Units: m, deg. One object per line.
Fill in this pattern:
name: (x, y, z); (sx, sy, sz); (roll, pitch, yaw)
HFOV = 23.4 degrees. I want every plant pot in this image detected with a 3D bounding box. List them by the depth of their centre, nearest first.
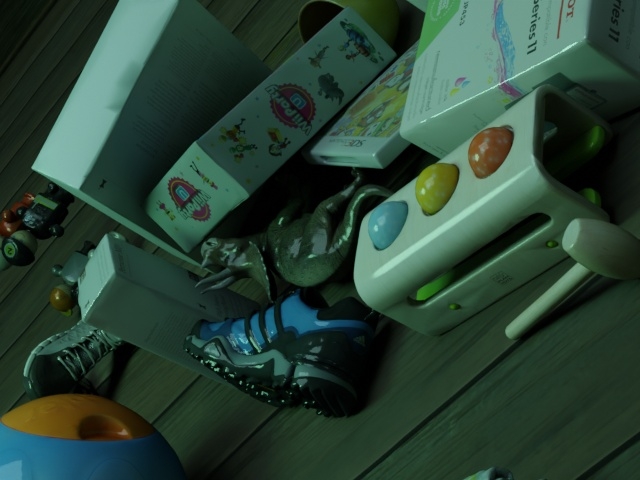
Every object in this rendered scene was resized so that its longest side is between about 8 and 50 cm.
plant pot: (0.051, -0.288, 2.050); (0.095, 0.134, 0.134); (-46, 14, -32)

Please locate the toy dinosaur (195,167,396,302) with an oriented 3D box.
toy dinosaur: (0.000, 0.000, 1.855); (0.313, 0.121, 0.160); (-4, 64, 45)

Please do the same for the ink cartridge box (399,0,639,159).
ink cartridge box: (0.247, -0.220, 1.552); (0.353, 0.119, 0.207); (-25, 45, 50)

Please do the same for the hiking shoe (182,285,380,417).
hiking shoe: (-0.039, 0.118, 1.785); (0.304, 0.113, 0.132); (9, 65, 50)

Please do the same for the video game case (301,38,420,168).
video game case: (0.100, -0.169, 1.826); (0.227, 0.026, 0.206); (-43, 20, -16)

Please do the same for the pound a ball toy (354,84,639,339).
pound a ball toy: (0.160, -0.010, 1.487); (0.319, 0.135, 0.208); (-37, 33, 44)

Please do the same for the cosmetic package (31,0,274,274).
cosmetic package: (-0.191, -0.144, 2.071); (0.097, 0.377, 0.284); (21, 82, 29)

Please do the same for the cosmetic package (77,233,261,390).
cosmetic package: (-0.184, 0.090, 1.940); (0.085, 0.231, 0.117); (-56, 25, 15)

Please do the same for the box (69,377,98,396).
box: (-0.412, 0.321, 2.364); (0.220, 0.051, 0.175); (-59, 24, 2)

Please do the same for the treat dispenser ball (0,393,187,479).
treat dispenser ball: (-0.297, 0.327, 1.835); (0.288, 0.288, 0.288); (-45, 28, 32)

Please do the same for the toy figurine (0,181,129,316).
toy figurine: (-0.438, 0.024, 2.550); (0.148, 0.209, 0.213); (-57, 21, -21)

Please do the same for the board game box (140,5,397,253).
board game box: (-0.068, -0.141, 1.966); (0.303, 0.097, 0.224); (-47, 4, -31)

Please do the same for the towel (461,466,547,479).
towel: (0.060, 0.396, 1.301); (0.374, 0.090, 0.321); (-41, 28, 38)

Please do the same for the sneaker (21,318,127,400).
sneaker: (-0.344, 0.155, 2.311); (0.132, 0.086, 0.229); (-26, 14, 37)

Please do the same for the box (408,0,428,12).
box: (0.092, -0.440, 1.841); (0.168, 0.345, 0.215); (-42, 30, 36)
